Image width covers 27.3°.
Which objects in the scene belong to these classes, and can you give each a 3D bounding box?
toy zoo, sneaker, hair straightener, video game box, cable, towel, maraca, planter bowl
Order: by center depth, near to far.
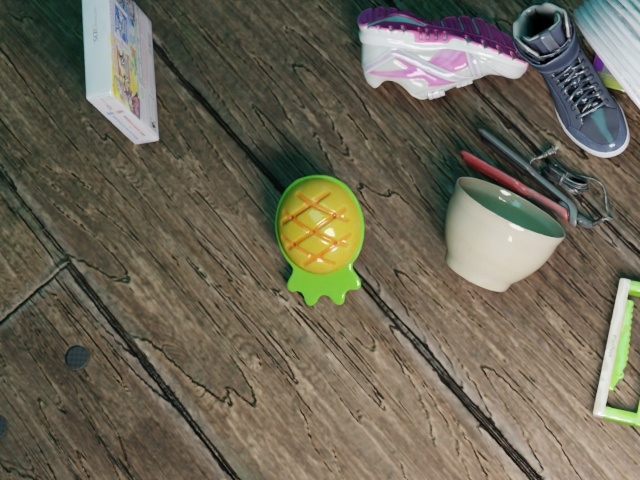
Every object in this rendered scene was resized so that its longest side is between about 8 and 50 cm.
[{"bbox_3d":[0.518,0.169,1.714,0.293,0.030,0.192,10,76,15],"label":"toy zoo"},{"bbox_3d":[0.435,-0.228,1.738,0.089,0.257,0.257,-39,38,16],"label":"cable"},{"bbox_3d":[0.233,0.001,1.773,0.162,0.162,0.109,32,109,19],"label":"planter bowl"},{"bbox_3d":[0.338,-0.224,1.798,0.086,0.163,0.226,-32,69,10],"label":"sneaker"},{"bbox_3d":[0.311,-0.095,1.830,0.230,0.047,0.089,32,83,19],"label":"hair straightener"},{"bbox_3d":[0.000,0.000,1.846,0.127,0.099,0.186,-2,99,15],"label":"maraca"},{"bbox_3d":[0.420,-0.254,1.874,0.060,0.009,0.083,16,78,16],"label":"towel"},{"bbox_3d":[0.170,-0.258,1.890,0.252,0.111,0.103,9,32,-1],"label":"sneaker"},{"bbox_3d":[-0.294,-0.268,1.939,0.048,0.187,0.205,-9,71,9],"label":"video game box"}]
